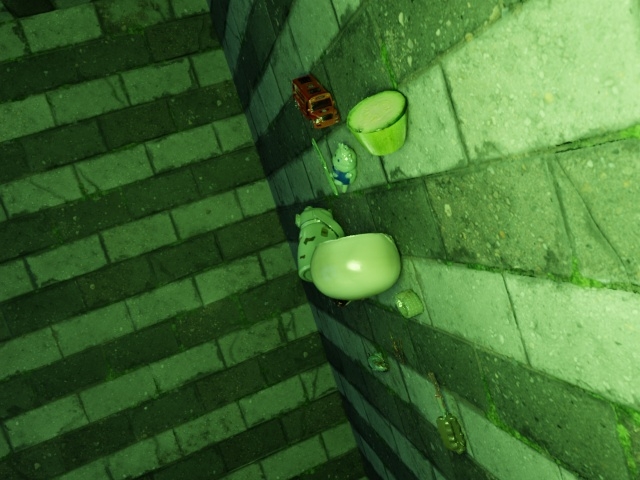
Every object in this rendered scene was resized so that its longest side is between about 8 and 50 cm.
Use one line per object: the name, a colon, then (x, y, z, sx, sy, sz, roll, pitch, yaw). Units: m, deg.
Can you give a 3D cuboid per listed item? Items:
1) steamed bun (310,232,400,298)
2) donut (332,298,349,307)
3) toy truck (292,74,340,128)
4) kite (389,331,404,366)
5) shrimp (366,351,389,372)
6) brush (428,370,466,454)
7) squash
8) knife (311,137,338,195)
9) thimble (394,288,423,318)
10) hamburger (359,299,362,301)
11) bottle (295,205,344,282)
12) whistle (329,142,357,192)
steamed bun: (0.122, 0.101, 1.751, 0.324, 0.323, 0.207, 131, 131, -75)
donut: (0.084, 0.207, 2.554, 0.269, 0.103, 0.270, 160, 90, -80)
toy truck: (-0.023, -0.523, 1.897, 0.114, 0.107, 0.253, 82, 163, -44)
kite: (0.324, 0.457, 2.136, 0.190, 0.010, 0.159, 108, 142, -67)
shrimp: (0.264, 0.575, 2.426, 0.233, 0.079, 0.090, -155, 82, -75)
brush: (0.436, 0.600, 1.770, 0.084, 0.071, 0.301, -14, 95, 65)
squash: (0.161, -0.311, 1.365, 0.170, 0.170, 0.123, 57, 173, 46)
knife: (0.019, -0.326, 2.217, 0.043, 0.019, 0.293, 99, 150, -68)
thimble: (0.304, 0.216, 1.744, 0.110, 0.062, 0.085, -125, 20, -47)
hamburger: (0.144, 0.146, 2.089, 0.282, 0.245, 0.156, -35, 62, 31)
bottle: (0.000, 0.000, 2.331, 0.229, 0.228, 0.352, 94, 173, -61)
whistle: (0.085, -0.264, 1.869, 0.110, 0.092, 0.245, 58, 162, 27)
